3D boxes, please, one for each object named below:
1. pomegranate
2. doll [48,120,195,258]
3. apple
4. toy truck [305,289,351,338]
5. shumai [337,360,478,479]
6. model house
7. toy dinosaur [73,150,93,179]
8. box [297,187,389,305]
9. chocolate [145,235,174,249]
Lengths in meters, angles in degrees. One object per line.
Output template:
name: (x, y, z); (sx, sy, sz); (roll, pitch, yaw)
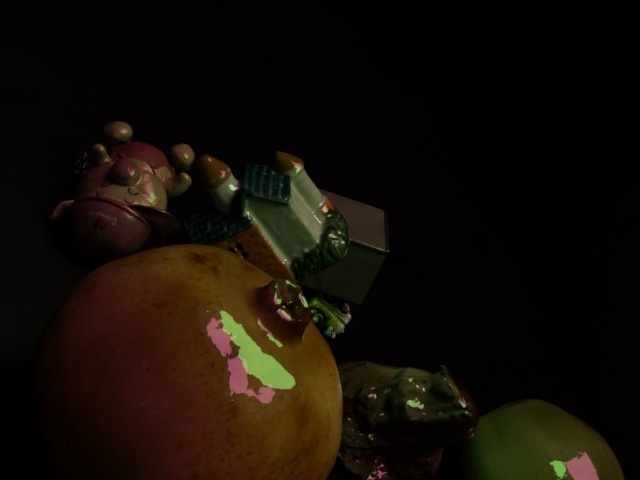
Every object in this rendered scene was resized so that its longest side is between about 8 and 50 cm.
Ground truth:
pomegranate: (-0.158, 0.194, 1.171); (0.417, 0.417, 0.416); (41, 26, -25)
doll: (-0.319, -0.080, 1.510); (0.255, 0.196, 0.152); (-74, 154, -47)
apple: (0.479, 0.522, 1.965); (0.357, 0.357, 0.357); (41, 26, -25)
toy truck: (0.012, 0.160, 1.946); (0.111, 0.076, 0.077); (44, 48, -13)
shumai: (0.162, 0.315, 1.730); (0.346, 0.283, 0.217); (38, 29, -26)
model house: (-0.127, -0.056, 1.656); (0.300, 0.272, 0.190); (56, 18, -28)
toy dinosaur: (-0.409, -0.127, 1.608); (0.047, 0.031, 0.083); (36, 29, -37)
box: (0.000, 0.000, 1.929); (0.252, 0.153, 0.188); (18, 29, -8)
chocolate: (-0.324, -0.046, 1.658); (0.182, 0.028, 0.086); (59, 26, 12)
